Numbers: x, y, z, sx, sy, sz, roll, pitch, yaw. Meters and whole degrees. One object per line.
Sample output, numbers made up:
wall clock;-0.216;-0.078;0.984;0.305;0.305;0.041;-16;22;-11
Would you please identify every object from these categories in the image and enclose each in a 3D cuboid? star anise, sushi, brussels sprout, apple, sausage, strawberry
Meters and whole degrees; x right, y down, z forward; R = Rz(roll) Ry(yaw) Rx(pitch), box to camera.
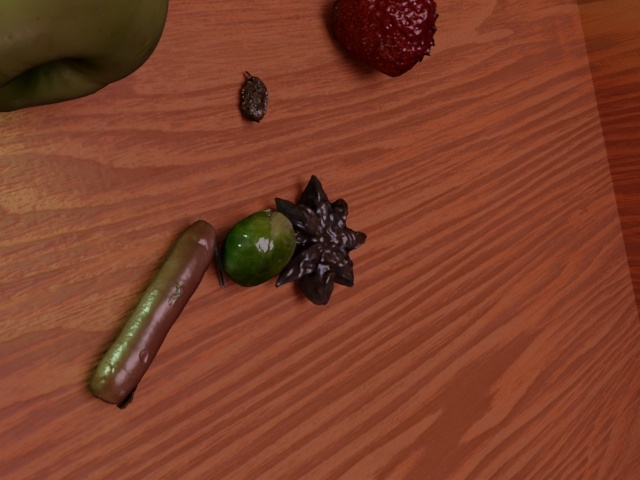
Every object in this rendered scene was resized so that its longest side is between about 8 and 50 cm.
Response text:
star anise;-0.013;0.000;1.729;0.315;0.108;0.315;2;87;-45
sushi;-0.156;-0.330;1.655;0.055;0.052;0.120;17;78;-56
brussels sprout;-0.136;0.016;1.570;0.161;0.144;0.180;42;69;-42
apple;-0.476;-0.433;1.114;0.474;0.474;0.473;3;86;-42
sausage;-0.324;0.137;1.446;0.419;0.094;0.094;-62;147;-26
strawberry;0.162;-0.557;1.847;0.277;0.257;0.257;9;80;-9

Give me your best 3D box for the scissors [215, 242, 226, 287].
scissors;-0.224;0.049;1.585;0.014;0.058;0.119;-9;111;-5
